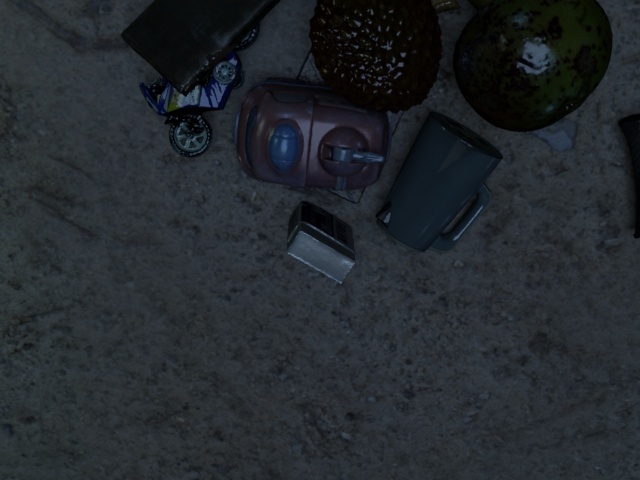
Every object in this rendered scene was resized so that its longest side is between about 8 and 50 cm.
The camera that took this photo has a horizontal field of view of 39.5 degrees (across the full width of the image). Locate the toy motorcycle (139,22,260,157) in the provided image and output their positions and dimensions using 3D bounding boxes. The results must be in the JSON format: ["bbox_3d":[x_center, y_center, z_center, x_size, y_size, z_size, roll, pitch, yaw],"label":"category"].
[{"bbox_3d":[-0.231,-0.317,1.648,0.169,0.113,0.315,24,95,2],"label":"toy motorcycle"}]

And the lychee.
[{"bbox_3d":[0.097,-0.331,1.517,0.236,0.271,0.235,-7,133,-8],"label":"lychee"}]

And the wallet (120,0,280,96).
[{"bbox_3d":[-0.189,-0.420,1.584,0.169,0.044,0.317,43,86,5],"label":"wallet"}]

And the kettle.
[{"bbox_3d":[0.236,-0.097,1.716,0.211,0.160,0.243,16,115,-35],"label":"kettle"}]

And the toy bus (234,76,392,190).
[{"bbox_3d":[-0.013,-0.181,1.619,0.294,0.232,0.197,7,106,-4],"label":"toy bus"}]

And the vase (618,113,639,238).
[{"bbox_3d":[0.640,-0.127,1.725,0.116,0.115,0.237,-16,101,4],"label":"vase"}]

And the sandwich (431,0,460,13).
[{"bbox_3d":[0.111,-0.448,1.636,0.245,0.063,0.212,-26,104,6],"label":"sandwich"}]

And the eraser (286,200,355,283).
[{"bbox_3d":[0.000,0.000,1.688,0.125,0.210,0.068,32,104,-10],"label":"eraser"}]

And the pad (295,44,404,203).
[{"bbox_3d":[0.046,-0.256,1.721,0.220,0.004,0.330,24,104,-8],"label":"pad"}]

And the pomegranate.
[{"bbox_3d":[0.343,-0.367,1.578,0.285,0.285,0.340,-30,80,7],"label":"pomegranate"}]
